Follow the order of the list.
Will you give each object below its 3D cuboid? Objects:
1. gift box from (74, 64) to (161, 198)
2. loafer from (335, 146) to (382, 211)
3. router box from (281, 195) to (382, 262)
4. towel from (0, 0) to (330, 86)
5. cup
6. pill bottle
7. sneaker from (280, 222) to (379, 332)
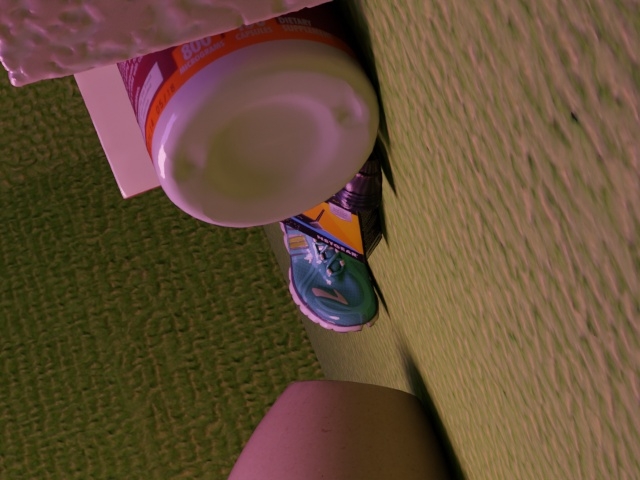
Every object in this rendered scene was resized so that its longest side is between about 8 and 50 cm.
[{"bbox_3d":[-0.143,-0.227,2.025,0.255,0.276,0.258,-58,-54,-79],"label":"gift box"},{"bbox_3d":[0.028,-0.105,1.711,0.170,0.062,0.061,-118,31,-42],"label":"loafer"},{"bbox_3d":[-0.020,-0.058,1.864,0.179,0.046,0.133,26,157,19],"label":"router box"},{"bbox_3d":[-0.146,-0.288,1.299,0.332,0.317,0.053,75,178,-47],"label":"towel"},{"bbox_3d":[0.028,0.303,2.050,0.331,0.331,0.237,89,-173,-76],"label":"cup"},{"bbox_3d":[-0.104,-0.224,1.665,0.224,0.224,0.392,76,172,-51],"label":"pill bottle"},{"bbox_3d":[0.000,0.000,2.176,0.110,0.107,0.275,94,157,-55],"label":"sneaker"}]
